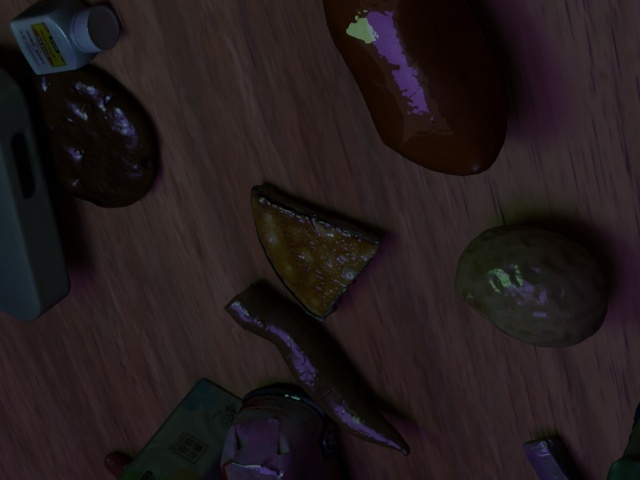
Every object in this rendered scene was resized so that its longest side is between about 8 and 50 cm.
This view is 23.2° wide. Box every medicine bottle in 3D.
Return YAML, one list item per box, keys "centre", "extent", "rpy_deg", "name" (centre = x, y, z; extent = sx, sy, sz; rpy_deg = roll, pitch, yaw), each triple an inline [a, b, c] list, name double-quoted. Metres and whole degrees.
- centre: [-0.288, -0.236, 1.781]
  extent: [0.118, 0.055, 0.074]
  rpy_deg: [-2, 122, 37]
  name: "medicine bottle"

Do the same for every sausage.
- centre: [0.097, -0.177, 1.493]
  extent: [0.133, 0.133, 0.258]
  rpy_deg: [-11, 114, 42]
  name: "sausage"
- centre: [-0.249, 0.351, 2.221]
  extent: [0.253, 0.034, 0.034]
  rpy_deg: [22, 141, 53]
  name: "sausage"

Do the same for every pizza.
- centre: [0.000, 0.000, 1.786]
  extent: [0.176, 0.036, 0.184]
  rpy_deg: [-23, 108, 44]
  name: "pizza"

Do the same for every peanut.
- centre: [0.215, 0.046, 1.609]
  extent: [0.159, 0.109, 0.140]
  rpy_deg: [8, 129, 30]
  name: "peanut"

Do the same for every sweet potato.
- centre: [0.002, 0.162, 1.907]
  extent: [0.281, 0.059, 0.067]
  rpy_deg: [46, 127, -7]
  name: "sweet potato"

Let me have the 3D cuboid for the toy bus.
- centre: [-0.035, 0.339, 2.031]
  extent: [0.127, 0.147, 0.302]
  rpy_deg: [4, 129, 27]
  name: "toy bus"

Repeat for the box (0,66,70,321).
- centre: [-0.497, -0.100, 2.013]
  extent: [0.373, 0.090, 0.367]
  rpy_deg: [22, 135, 30]
  name: "box"

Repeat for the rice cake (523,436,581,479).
- centre: [0.296, 0.310, 1.834]
  extent: [0.047, 0.036, 0.206]
  rpy_deg: [-13, 117, 32]
  name: "rice cake"

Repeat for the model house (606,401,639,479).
- centre: [0.426, 0.265, 1.523]
  extent: [0.298, 0.284, 0.243]
  rpy_deg: [32, 133, 10]
  name: "model house"

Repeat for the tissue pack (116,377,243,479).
- centre: [-0.167, 0.329, 2.050]
  extent: [0.145, 0.229, 0.159]
  rpy_deg: [26, 136, 15]
  name: "tissue pack"

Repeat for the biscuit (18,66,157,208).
- centre: [-0.289, -0.126, 1.891]
  extent: [0.212, 0.036, 0.212]
  rpy_deg: [21, 135, 22]
  name: "biscuit"
